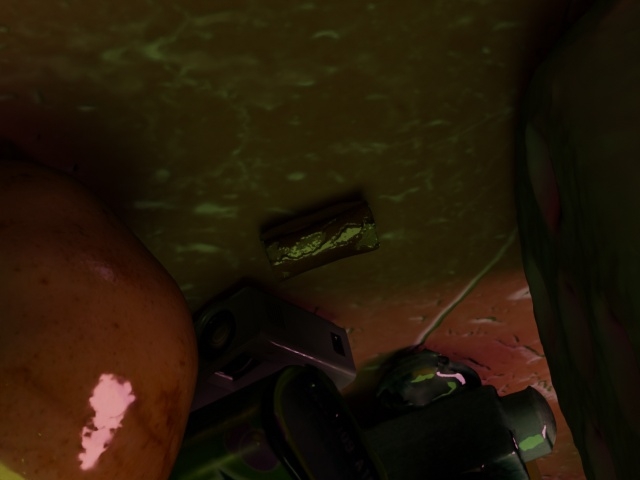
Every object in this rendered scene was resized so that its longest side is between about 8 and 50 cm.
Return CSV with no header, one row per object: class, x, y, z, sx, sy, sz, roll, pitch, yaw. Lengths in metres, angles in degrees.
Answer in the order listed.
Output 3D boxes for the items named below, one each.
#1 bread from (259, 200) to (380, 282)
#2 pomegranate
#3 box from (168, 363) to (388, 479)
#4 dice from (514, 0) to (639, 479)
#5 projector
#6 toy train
bread,0.000,0.000,0.850,0.083,0.036,0.047,-19,150,3
pomegranate,-0.196,0.075,0.704,0.264,0.264,0.264,-9,142,-7
box,-0.115,0.211,0.916,0.346,0.097,0.134,-30,102,33
dice,0.311,0.021,0.746,0.322,0.318,0.330,-14,141,1
projector,-0.065,0.104,0.939,0.147,0.061,0.115,-37,138,27
toy train,0.035,0.254,1.078,0.397,0.160,0.253,-22,141,9
